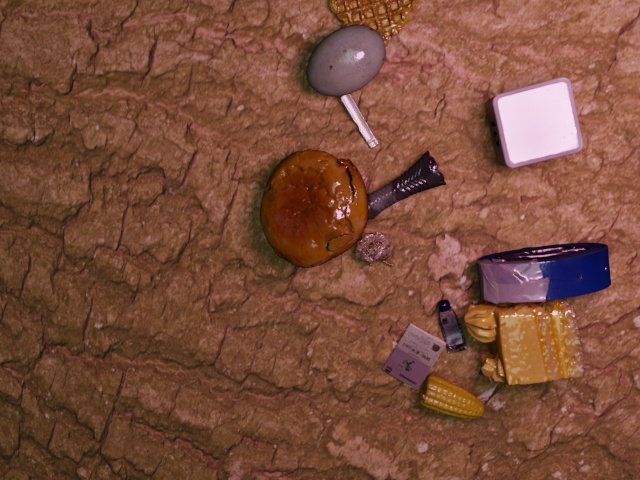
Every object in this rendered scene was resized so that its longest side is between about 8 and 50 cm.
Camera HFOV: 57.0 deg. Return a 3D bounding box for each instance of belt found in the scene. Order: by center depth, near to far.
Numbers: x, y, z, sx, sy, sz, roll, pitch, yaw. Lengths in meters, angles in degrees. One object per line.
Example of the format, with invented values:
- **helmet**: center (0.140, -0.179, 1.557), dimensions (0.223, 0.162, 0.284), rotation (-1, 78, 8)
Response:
- **belt**: center (0.608, 0.088, 1.609), dimensions (0.346, 0.212, 0.117), rotation (-7, 99, 6)

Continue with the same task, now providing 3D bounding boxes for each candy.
- **candy**: center (0.397, 0.479, 1.765), dimensions (0.198, 0.106, 0.094), rotation (22, 121, 2)

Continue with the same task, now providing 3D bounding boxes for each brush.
- **brush**: center (0.112, -0.349, 1.717), dimensions (0.033, 0.030, 0.179), rotation (-33, 103, -3)

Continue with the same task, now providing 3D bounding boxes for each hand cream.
- **hand cream**: center (0.389, 0.257, 1.765), dimensions (0.062, 0.039, 0.163), rotation (-16, 102, 11)

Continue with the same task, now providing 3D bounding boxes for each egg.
- **egg**: center (0.068, -0.493, 1.625), dimensions (0.236, 0.169, 0.169), rotation (-23, 95, 25)

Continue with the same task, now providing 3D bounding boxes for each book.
- **book**: center (0.285, 0.355, 1.798), dimensions (0.127, 0.014, 0.182), rotation (30, 108, 5)

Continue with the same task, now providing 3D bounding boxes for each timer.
- **timer**: center (0.558, -0.307, 1.561), dimensions (0.194, 0.195, 0.193), rotation (-13, 97, 12)

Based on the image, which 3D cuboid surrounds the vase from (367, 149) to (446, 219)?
- **vase**: center (0.231, -0.151, 1.694), dimensions (0.237, 0.115, 0.115), rotation (-30, 93, 18)

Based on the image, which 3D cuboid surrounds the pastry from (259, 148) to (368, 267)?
- **pastry**: center (-0.025, -0.091, 1.682), dimensions (0.355, 0.164, 0.356), rotation (3, 96, 26)

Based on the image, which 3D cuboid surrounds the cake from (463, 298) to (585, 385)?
- **cake**: center (0.555, 0.265, 1.643), dimensions (0.285, 0.222, 0.228), rotation (-11, 95, 11)

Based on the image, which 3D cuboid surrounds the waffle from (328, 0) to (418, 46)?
- **waffle**: center (0.147, -0.676, 1.641), dimensions (0.237, 0.059, 0.243), rotation (33, 104, 4)

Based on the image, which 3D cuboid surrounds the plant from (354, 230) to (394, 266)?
- **plant**: center (0.170, 0.036, 1.757), dimensions (0.116, 0.104, 0.122), rotation (-4, 137, 45)
